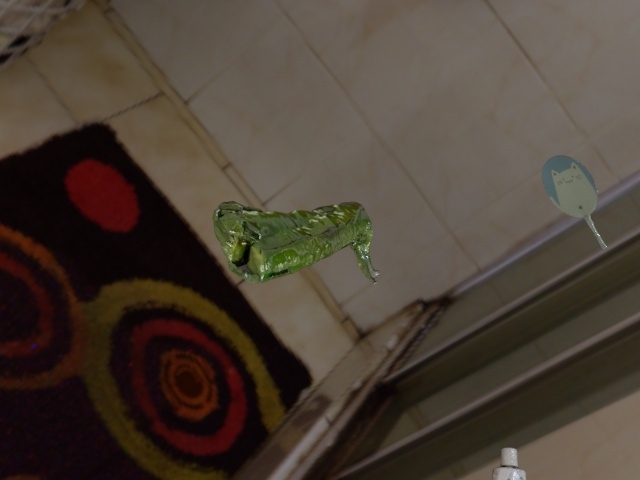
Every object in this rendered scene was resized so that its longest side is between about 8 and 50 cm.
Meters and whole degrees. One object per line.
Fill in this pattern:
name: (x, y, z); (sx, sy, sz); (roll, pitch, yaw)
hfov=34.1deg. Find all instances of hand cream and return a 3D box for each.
hand cream: (0.297, 0.434, 1.580); (0.084, 0.050, 0.257); (5, 51, -11)

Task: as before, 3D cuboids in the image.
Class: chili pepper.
chili pepper: (0.000, 0.000, 1.081); (0.085, 0.076, 0.359); (57, 19, 14)

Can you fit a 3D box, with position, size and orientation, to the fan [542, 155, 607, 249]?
fan: (0.423, -0.061, 1.706); (0.005, 0.113, 0.175); (-32, 94, -28)
